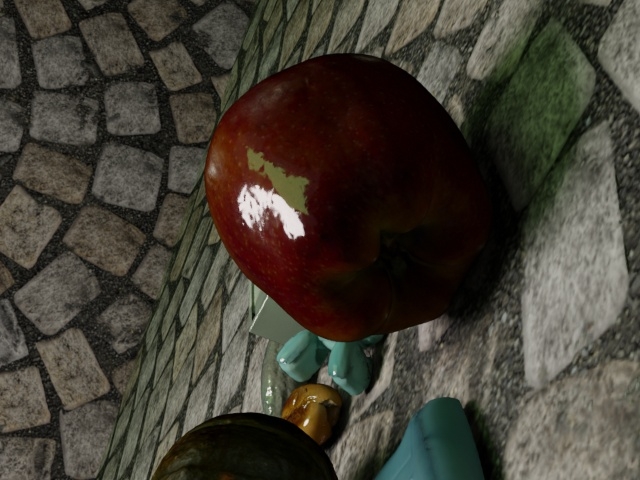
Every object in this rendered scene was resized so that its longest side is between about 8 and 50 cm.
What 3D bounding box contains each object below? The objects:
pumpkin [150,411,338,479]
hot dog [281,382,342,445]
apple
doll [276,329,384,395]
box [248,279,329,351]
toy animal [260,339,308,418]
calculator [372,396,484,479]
[{"bbox_3d":[-0.087,0.330,1.102,0.320,0.192,0.320,9,-90,-83],"label":"pumpkin"},{"bbox_3d":[-0.015,0.226,1.366,0.140,0.060,0.090,-38,30,52],"label":"hot dog"},{"bbox_3d":[0.028,-0.051,1.151,0.288,0.288,0.317,-64,33,20],"label":"apple"},{"bbox_3d":[0.019,0.104,1.335,0.159,0.059,0.158,14,65,48],"label":"doll"},{"bbox_3d":[0.000,0.000,1.500,0.225,0.117,0.225,-98,32,-63],"label":"box"},{"bbox_3d":[-0.051,0.242,1.480,0.079,0.070,0.253,58,-148,-64],"label":"toy animal"},{"bbox_3d":[0.071,0.327,0.916,0.386,0.054,0.256,-93,27,-51],"label":"calculator"}]
